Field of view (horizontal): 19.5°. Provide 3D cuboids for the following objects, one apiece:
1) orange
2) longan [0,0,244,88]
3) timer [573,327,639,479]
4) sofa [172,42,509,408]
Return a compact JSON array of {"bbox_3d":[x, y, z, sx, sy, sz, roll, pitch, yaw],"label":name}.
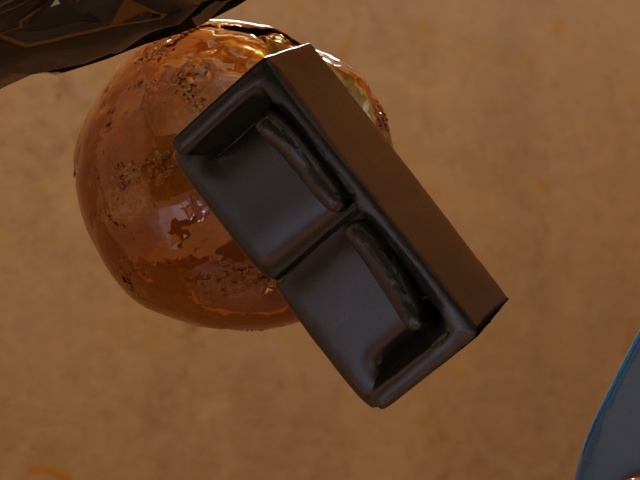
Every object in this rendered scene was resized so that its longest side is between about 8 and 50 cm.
[{"bbox_3d":[-0.060,-0.048,1.357,0.240,0.240,0.240,13,-109,-41],"label":"orange"},{"bbox_3d":[-0.148,-0.255,0.810,0.391,0.391,0.391,13,-109,-41],"label":"longan"},{"bbox_3d":[0.272,0.104,0.869,0.115,0.340,0.309,23,-84,-29],"label":"timer"},{"bbox_3d":[0.000,0.000,0.793,0.147,0.085,0.060,53,-149,2],"label":"sofa"}]
